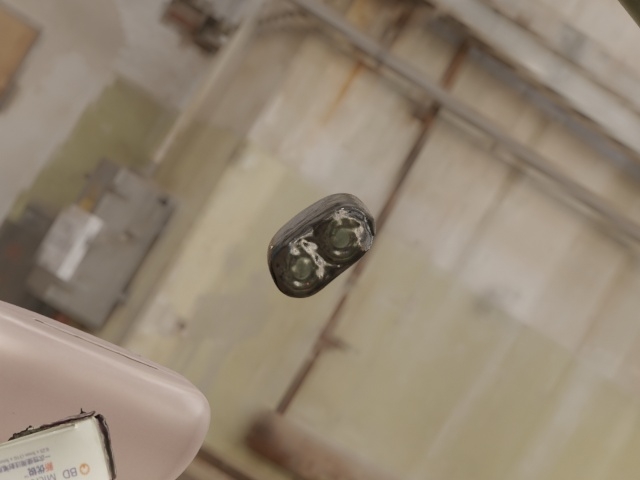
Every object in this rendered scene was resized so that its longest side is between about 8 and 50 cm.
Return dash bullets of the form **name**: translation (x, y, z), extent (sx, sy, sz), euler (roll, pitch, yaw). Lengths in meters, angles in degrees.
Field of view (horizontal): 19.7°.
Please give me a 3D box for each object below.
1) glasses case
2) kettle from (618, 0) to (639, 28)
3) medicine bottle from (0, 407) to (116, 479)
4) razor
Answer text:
- **glasses case**: translation (-0.211, 0.131, 1.505), extent (0.297, 0.113, 0.075), euler (28, 8, -45)
- **kettle**: translation (0.267, -0.111, 0.962), extent (0.236, 0.161, 0.221), euler (47, 4, -19)
- **medicine bottle**: translation (-0.254, 0.163, 1.172), extent (0.201, 0.052, 0.171), euler (-13, -6, -34)
- **razor**: translation (0.000, 0.000, 1.430), extent (0.054, 0.090, 0.148), euler (55, 2, -4)
